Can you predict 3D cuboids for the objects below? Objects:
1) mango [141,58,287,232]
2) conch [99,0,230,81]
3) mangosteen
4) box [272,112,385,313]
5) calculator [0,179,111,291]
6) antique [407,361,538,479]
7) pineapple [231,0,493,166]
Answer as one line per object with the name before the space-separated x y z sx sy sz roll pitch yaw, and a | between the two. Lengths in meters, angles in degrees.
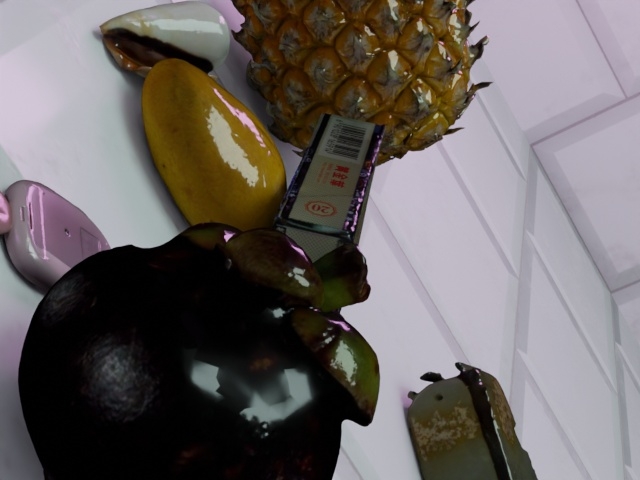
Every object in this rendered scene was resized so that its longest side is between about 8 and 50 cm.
mango | -0.117 -0.096 1.314 0.147 0.109 0.227 -32 97 -45
conch | -0.168 -0.223 1.359 0.176 0.094 0.104 -10 108 -65
mangosteen | -0.081 0.112 0.919 0.287 0.287 0.233 -62 146 -65
box | 0.000 0.000 1.368 0.310 0.084 0.198 -71 174 -62
calculator | -0.231 0.001 1.045 0.166 0.024 0.103 37 34 -52
antique | 0.208 0.305 1.604 0.150 0.125 0.284 27 43 -60
pineapple | 0.061 -0.273 1.606 0.352 0.352 0.300 -76 149 -59
